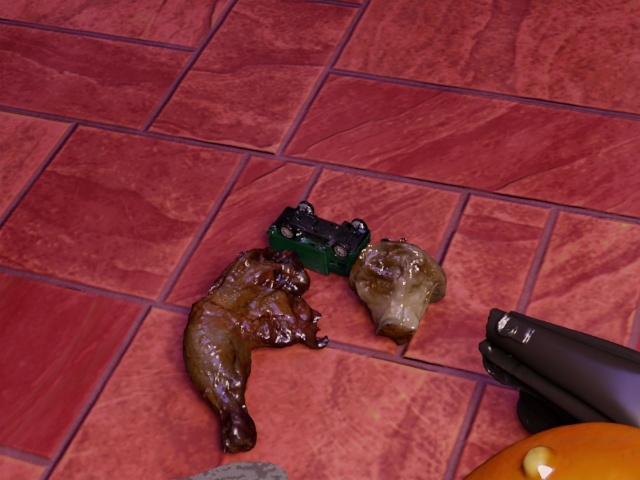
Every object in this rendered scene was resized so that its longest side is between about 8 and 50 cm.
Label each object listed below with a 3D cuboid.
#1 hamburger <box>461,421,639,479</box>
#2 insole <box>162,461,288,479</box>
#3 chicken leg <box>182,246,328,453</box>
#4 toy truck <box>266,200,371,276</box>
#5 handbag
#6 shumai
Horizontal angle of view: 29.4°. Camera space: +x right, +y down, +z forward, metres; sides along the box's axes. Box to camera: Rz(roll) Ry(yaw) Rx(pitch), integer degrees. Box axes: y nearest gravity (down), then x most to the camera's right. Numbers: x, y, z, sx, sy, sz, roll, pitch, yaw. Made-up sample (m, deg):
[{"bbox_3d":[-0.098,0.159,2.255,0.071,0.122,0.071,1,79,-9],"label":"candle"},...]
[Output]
[{"bbox_3d":[0.249,0.376,1.127,0.396,0.277,0.396,-24,39,21],"label":"hamburger"},{"bbox_3d":[-0.135,0.310,1.519,0.193,0.006,0.065,-10,46,-1],"label":"insole"},{"bbox_3d":[-0.094,0.136,1.641,0.177,0.083,0.322,28,51,13],"label":"chicken leg"},{"bbox_3d":[0.000,0.000,1.754,0.147,0.079,0.065,18,50,25],"label":"toy truck"},{"bbox_3d":[0.315,0.189,1.392,0.257,0.285,0.113,27,80,33],"label":"handbag"},{"bbox_3d":[0.098,0.076,1.636,0.145,0.145,0.116,10,58,17],"label":"shumai"}]
